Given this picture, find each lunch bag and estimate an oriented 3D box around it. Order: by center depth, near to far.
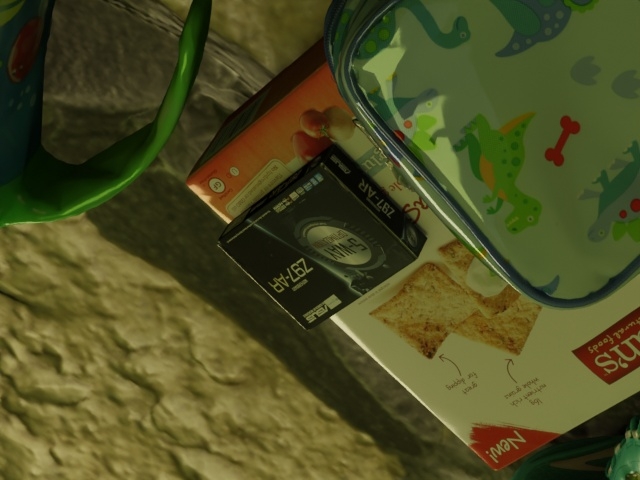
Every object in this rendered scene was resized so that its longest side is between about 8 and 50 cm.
[{"bbox_3d":[0.124,-0.088,0.750,0.219,0.090,0.176,-43,106,3],"label":"lunch bag"}]

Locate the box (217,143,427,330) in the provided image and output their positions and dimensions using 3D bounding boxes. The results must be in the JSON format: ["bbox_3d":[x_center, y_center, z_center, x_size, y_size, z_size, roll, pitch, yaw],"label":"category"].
[{"bbox_3d":[0.000,0.000,0.855,0.067,0.018,0.083,45,129,-13],"label":"box"}]

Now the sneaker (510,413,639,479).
[{"bbox_3d":[0.194,0.112,0.881,0.110,0.107,0.275,50,146,-19],"label":"sneaker"}]

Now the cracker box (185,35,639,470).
[{"bbox_3d":[0.070,-0.005,0.880,0.232,0.067,0.156,42,129,-13],"label":"cracker box"}]

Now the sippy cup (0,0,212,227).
[{"bbox_3d":[-0.214,-0.144,0.813,0.305,0.240,0.224,3,127,-37],"label":"sippy cup"}]
